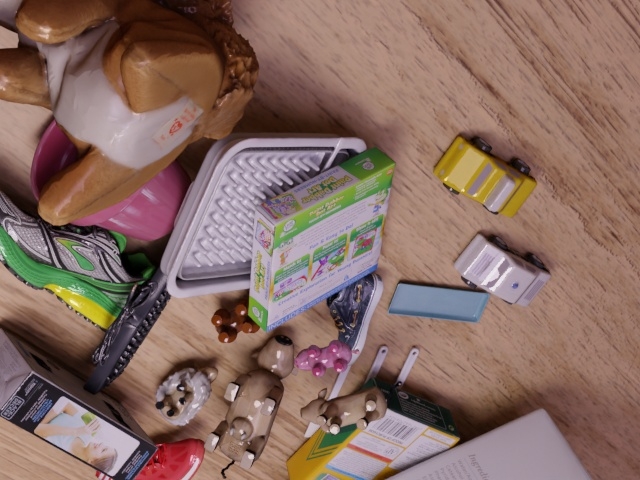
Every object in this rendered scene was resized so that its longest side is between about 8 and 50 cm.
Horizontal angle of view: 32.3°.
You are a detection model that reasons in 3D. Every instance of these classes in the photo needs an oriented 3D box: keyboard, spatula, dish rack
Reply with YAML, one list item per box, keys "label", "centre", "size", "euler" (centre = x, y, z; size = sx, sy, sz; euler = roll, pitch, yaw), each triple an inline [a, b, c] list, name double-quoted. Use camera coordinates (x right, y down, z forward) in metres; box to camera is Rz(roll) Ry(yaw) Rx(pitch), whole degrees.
- label: "keyboard"
  centre: [-0.288, 0.123, 1.769]
  size: [0.033, 0.201, 0.317]
  euler: [37, 110, 9]
- label: "spatula"
  centre: [0.085, 0.288, 2.092]
  size: [0.168, 0.019, 0.242]
  euler: [14, 115, -20]
- label: "dish rack"
  centre: [-0.095, -0.053, 1.700]
  size: [0.332, 0.072, 0.286]
  euler: [-7, 131, -51]

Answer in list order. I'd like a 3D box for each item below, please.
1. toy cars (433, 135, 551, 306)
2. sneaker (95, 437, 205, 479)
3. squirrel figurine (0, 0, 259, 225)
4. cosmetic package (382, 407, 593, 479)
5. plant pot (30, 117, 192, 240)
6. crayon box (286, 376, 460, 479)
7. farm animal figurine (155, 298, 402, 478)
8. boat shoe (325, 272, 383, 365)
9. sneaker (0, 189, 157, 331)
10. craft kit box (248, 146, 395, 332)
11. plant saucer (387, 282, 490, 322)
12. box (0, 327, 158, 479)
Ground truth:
- label: "toy cars"
  centre: [0.315, -0.013, 1.930]
  size: [0.176, 0.087, 0.394]
  euler: [-20, 126, -5]
- label: "sneaker"
  centre: [-0.316, 0.394, 1.958]
  size: [0.221, 0.087, 0.128]
  euler: [-35, 124, 27]
- label: "squirrel figurine"
  centre: [-0.283, -0.279, 1.444]
  size: [0.397, 0.370, 0.281]
  euler: [-26, 157, -48]
- label: "cosmetic package"
  centre: [0.328, 0.592, 2.104]
  size: [0.393, 0.327, 0.329]
  euler: [-22, 144, -12]
- label: "plant pot"
  centre: [-0.292, -0.093, 1.626]
  size: [0.201, 0.201, 0.180]
  euler: [-40, 140, 9]
- label: "crayon box"
  centre: [0.081, 0.417, 2.112]
  size: [0.203, 0.083, 0.323]
  euler: [27, 118, -31]
- label: "farm animal figurine"
  centre: [-0.074, 0.261, 1.903]
  size: [0.330, 0.172, 0.327]
  euler: [40, 100, 6]
- label: "boat shoe"
  centre: [0.042, 0.135, 1.953]
  size: [0.083, 0.065, 0.183]
  euler: [10, 111, -22]
- label: "sneaker"
  centre: [-0.394, 0.002, 1.694]
  size: [0.146, 0.134, 0.343]
  euler: [-47, 134, 3]
- label: "craft kit box"
  centre: [0.000, 0.000, 1.765]
  size: [0.249, 0.061, 0.247]
  euler: [-28, 147, -31]
- label: "plant saucer"
  centre: [0.215, 0.112, 2.021]
  size: [0.192, 0.018, 0.067]
  euler: [8, 119, -22]
- label: "box"
  centre: [-0.418, 0.275, 1.802]
  size: [0.087, 0.169, 0.290]
  euler: [-51, 128, -5]
